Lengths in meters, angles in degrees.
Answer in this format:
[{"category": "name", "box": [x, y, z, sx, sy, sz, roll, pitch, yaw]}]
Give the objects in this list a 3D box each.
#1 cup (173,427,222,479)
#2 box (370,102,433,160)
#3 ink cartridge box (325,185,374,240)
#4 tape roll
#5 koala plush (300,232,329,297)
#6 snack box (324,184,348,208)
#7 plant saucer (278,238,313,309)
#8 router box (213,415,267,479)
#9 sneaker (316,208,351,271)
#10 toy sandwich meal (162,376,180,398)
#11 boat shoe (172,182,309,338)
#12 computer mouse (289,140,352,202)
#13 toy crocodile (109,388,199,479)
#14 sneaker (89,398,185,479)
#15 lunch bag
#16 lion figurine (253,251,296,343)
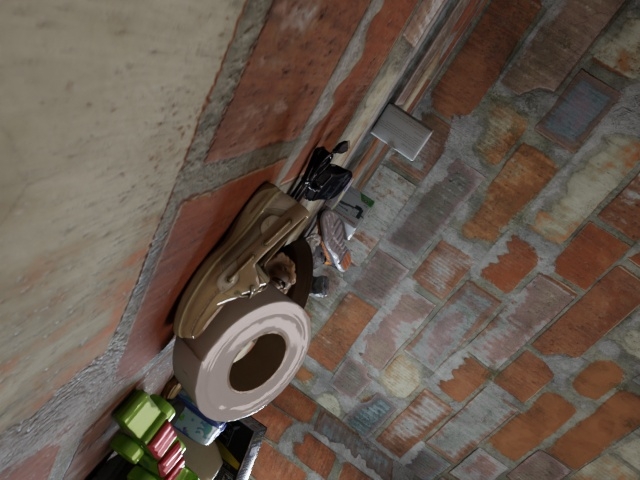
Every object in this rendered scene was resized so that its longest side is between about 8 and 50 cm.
[{"category": "cup", "box": [-0.454, 0.708, 1.322, 0.331, 0.237, 0.331, -55, 176, -5]}, {"category": "box", "box": [0.295, -0.390, 1.499, 0.119, 0.181, 0.182, -56, 176, 23]}, {"category": "ink cartridge box", "box": [0.112, -0.121, 1.749, 0.208, 0.153, 0.087, -53, 175, -41]}, {"category": "tape roll", "box": [-0.157, 0.229, 0.877, 0.286, 0.100, 0.286, -25, 131, -34]}, {"category": "koala plush", "box": [-0.057, 0.081, 1.552, 0.196, 0.203, 0.221, 149, -44, -78]}, {"category": "snack box", "box": [0.072, -0.185, 1.577, 0.141, 0.037, 0.100, -56, 177, 10]}, {"category": "plant saucer", "box": [-0.100, 0.127, 1.240, 0.278, 0.041, 0.278, -41, -139, 50]}, {"category": "router box", "box": [-0.362, 0.700, 1.473, 0.081, 0.309, 0.243, 24, 87, -59]}, {"category": "sneaker", "box": [0.000, 0.000, 1.687, 0.124, 0.180, 0.321, -54, 141, -33]}, {"category": "toy sandwich meal", "box": [-0.364, 0.362, 1.055, 0.085, 0.029, 0.085, -57, 180, -1]}, {"category": "boat shoe", "box": [-0.133, 0.050, 0.705, 0.302, 0.098, 0.109, -55, 176, -2]}, {"category": "computer mouse", "box": [0.015, -0.168, 0.978, 0.184, 0.060, 0.262, -53, 166, 30]}, {"category": "toy crocodile", "box": [-0.330, 0.424, 0.852, 0.115, 0.105, 0.340, -50, 149, -47]}, {"category": "sneaker", "box": [-0.408, 0.506, 0.980, 0.109, 0.130, 0.286, -52, 180, 44]}, {"category": "lunch bag", "box": [-0.355, 0.503, 1.226, 0.090, 0.176, 0.219, -54, 175, -11]}, {"category": "lion figurine", "box": [-0.140, 0.232, 1.089, 0.240, 0.142, 0.392, -41, 139, -37]}]
